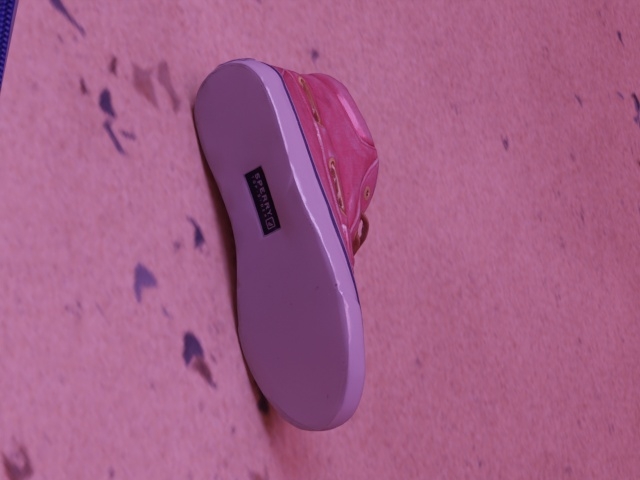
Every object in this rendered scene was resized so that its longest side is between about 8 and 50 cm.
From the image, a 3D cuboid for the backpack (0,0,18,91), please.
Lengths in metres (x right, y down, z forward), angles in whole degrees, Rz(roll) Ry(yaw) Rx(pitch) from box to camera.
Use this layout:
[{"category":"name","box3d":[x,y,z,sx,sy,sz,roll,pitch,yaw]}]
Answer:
[{"category":"backpack","box3d":[-0.203,-0.029,0.431,0.213,0.276,0.263,21,81,-53]}]

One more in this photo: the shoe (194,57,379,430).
[{"category":"shoe","box3d":[0.000,0.000,0.932,0.081,0.063,0.178,-2,73,-54]}]
